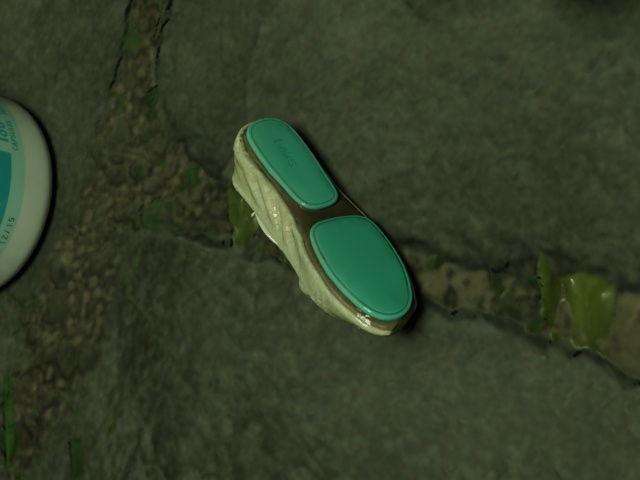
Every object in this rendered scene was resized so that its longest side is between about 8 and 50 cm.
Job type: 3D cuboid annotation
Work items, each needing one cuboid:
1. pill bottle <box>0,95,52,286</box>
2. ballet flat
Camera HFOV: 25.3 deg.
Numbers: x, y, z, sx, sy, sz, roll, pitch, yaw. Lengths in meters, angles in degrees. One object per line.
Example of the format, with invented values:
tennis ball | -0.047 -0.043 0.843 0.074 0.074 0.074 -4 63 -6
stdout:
pill bottle | -0.311 -0.049 0.902 0.146 0.264 0.146 -8 77 36
ballet flat | 0.000 0.000 0.795 0.168 0.057 0.052 58 144 34
